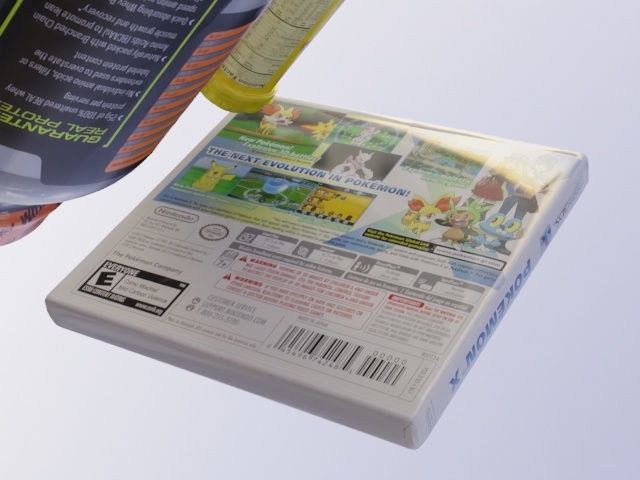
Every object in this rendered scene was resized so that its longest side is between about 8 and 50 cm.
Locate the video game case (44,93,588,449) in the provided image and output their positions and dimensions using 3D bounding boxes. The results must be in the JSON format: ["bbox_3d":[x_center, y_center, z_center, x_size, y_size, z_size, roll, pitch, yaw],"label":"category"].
[{"bbox_3d":[0.000,0.000,0.933,0.329,0.300,0.036,14,-43,30],"label":"video game case"}]

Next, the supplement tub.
[{"bbox_3d":[-0.104,-0.148,0.493,0.316,0.193,0.193,-46,-137,32],"label":"supplement tub"}]

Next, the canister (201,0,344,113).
[{"bbox_3d":[-0.044,-0.204,0.964,0.170,0.073,0.126,-45,-119,37],"label":"canister"}]
